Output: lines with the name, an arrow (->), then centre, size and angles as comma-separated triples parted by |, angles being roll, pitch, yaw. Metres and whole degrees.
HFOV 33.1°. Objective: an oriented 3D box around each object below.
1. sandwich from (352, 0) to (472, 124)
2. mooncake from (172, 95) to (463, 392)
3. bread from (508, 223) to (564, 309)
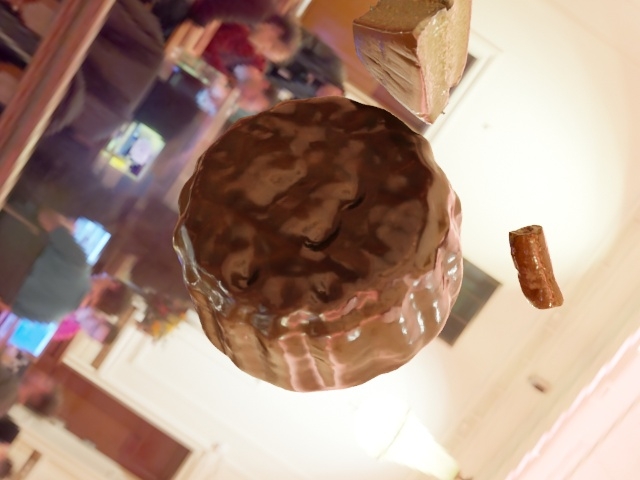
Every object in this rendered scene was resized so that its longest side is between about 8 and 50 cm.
sandwich -> 0.099, -0.206, 1.103 | 0.094, 0.096, 0.258 | -45, 167, -6
mooncake -> 0.000, 0.000, 1.071 | 0.290, 0.290, 0.161 | -57, 156, -22
bread -> 0.208, 0.026, 1.039 | 0.036, 0.083, 0.047 | -21, -167, -5
